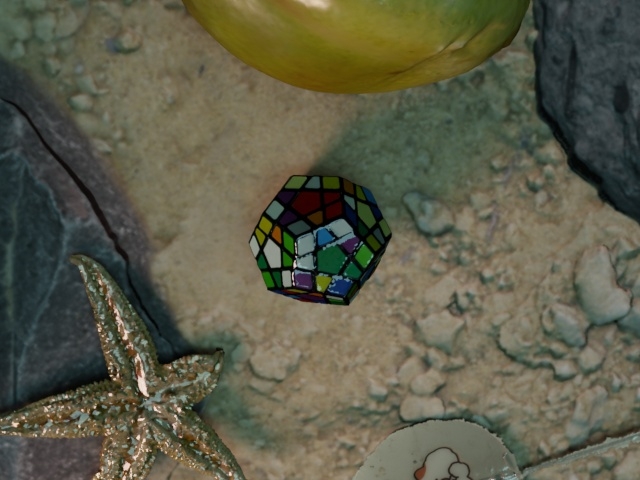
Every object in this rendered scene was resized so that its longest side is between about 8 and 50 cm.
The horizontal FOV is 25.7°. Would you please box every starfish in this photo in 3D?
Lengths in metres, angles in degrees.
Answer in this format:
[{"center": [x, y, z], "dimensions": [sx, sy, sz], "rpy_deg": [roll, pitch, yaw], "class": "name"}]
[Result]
[{"center": [-0.199, 0.159, 1.355], "dimensions": [0.231, 0.048, 0.295], "rpy_deg": [-31, 109, 0], "class": "starfish"}]

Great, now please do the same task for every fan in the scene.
[{"center": [0.187, 0.252, 1.474], "dimensions": [0.329, 0.009, 0.190], "rpy_deg": [-19, 108, -1], "class": "fan"}]

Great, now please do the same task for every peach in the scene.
[{"center": [0.017, -0.260, 1.139], "dimensions": [0.316, 0.314, 0.281], "rpy_deg": [3, 152, -38], "class": "peach"}]

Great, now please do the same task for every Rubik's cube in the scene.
[{"center": [0.000, 0.000, 1.307], "dimensions": [0.112, 0.133, 0.133], "rpy_deg": [33, 100, 8], "class": "Rubik's cube"}]
